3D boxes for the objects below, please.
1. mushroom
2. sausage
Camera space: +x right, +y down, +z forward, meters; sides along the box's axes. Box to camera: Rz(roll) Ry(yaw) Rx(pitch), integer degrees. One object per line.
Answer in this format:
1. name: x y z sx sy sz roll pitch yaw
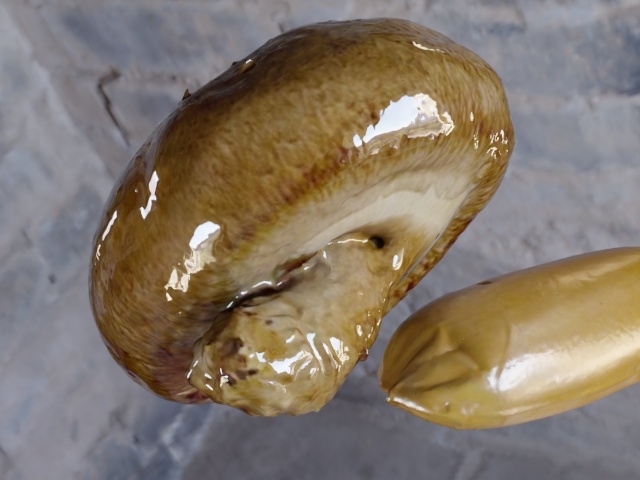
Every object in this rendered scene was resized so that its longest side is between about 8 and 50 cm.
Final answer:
1. mushroom: -0.013 -0.021 1.058 0.345 0.239 0.345 -23 4 2
2. sausage: 0.192 0.081 1.241 0.354 0.116 0.134 -13 52 -44
